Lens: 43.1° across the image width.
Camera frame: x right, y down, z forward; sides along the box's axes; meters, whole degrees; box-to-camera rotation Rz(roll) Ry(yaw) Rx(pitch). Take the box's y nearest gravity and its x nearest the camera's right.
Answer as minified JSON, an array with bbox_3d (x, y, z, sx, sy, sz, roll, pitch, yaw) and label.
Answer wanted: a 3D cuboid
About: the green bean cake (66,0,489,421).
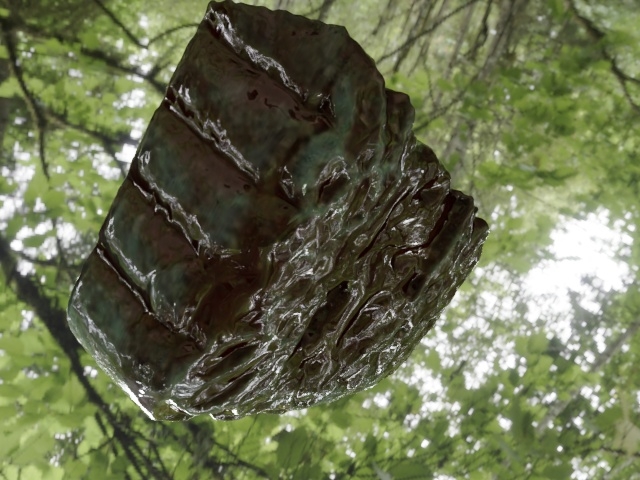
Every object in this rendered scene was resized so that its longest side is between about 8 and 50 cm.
[{"bbox_3d":[0.000,0.000,0.431,0.097,0.198,0.233,40,-165,31],"label":"green bean cake"}]
